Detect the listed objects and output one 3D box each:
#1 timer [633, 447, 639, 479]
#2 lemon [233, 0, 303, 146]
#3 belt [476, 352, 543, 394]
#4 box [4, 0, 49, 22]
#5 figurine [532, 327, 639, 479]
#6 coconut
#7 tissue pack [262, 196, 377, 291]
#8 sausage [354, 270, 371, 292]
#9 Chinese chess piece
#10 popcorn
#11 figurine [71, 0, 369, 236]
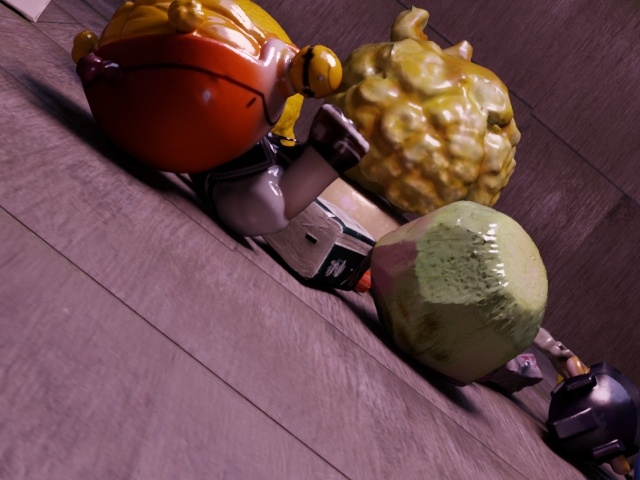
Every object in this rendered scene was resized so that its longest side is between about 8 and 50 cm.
[{"bbox_3d":[0.536,0.357,1.692,0.270,0.270,0.383,42,-9,21],"label":"timer"},{"bbox_3d":[-0.136,-0.209,1.700,0.253,0.228,0.228,42,6,13],"label":"lemon"},{"bbox_3d":[0.270,0.191,1.958,0.053,0.071,0.232,50,13,28],"label":"belt"},{"bbox_3d":[-0.498,-0.451,1.794,0.274,0.116,0.203,32,10,-47],"label":"box"},{"bbox_3d":[0.410,0.258,1.932,0.308,0.143,0.308,40,3,-2],"label":"figurine"},{"bbox_3d":[0.164,0.065,1.627,0.236,0.236,0.204,38,41,-9],"label":"coconut"},{"bbox_3d":[-0.001,0.000,1.599,0.103,0.090,0.170,42,4,19],"label":"tissue pack"},{"bbox_3d":[0.025,0.035,1.762,0.034,0.034,0.129,44,7,40],"label":"sausage"},{"bbox_3d":[0.034,-0.036,1.993,0.270,0.112,0.270,38,6,-5],"label":"Chinese chess piece"},{"bbox_3d":[0.138,-0.173,1.954,0.335,0.274,0.279,31,33,15],"label":"popcorn"},{"bbox_3d":[-0.128,-0.149,1.430,0.320,0.196,0.323,-12,-43,38],"label":"figurine"}]
